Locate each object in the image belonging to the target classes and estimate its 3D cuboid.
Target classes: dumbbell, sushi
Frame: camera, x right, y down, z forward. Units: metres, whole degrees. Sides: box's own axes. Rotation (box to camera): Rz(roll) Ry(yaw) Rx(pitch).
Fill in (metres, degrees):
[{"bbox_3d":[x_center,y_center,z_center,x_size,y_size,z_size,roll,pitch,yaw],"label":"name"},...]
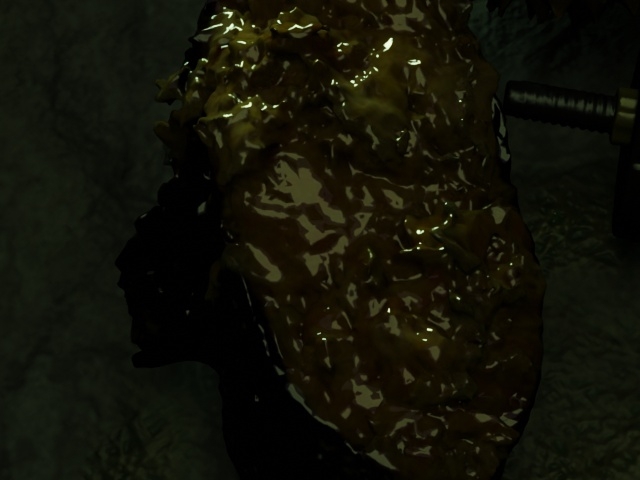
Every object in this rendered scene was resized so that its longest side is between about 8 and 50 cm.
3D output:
[{"bbox_3d":[0.268,-0.056,0.987,0.325,0.143,0.143,10,65,6],"label":"dumbbell"},{"bbox_3d":[0.000,0.000,0.959,0.234,0.207,0.348,-11,65,-8],"label":"sushi"}]

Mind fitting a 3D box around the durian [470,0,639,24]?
[{"bbox_3d":[0.155,-0.307,1.047,0.384,0.347,0.347,-12,60,27],"label":"durian"}]
